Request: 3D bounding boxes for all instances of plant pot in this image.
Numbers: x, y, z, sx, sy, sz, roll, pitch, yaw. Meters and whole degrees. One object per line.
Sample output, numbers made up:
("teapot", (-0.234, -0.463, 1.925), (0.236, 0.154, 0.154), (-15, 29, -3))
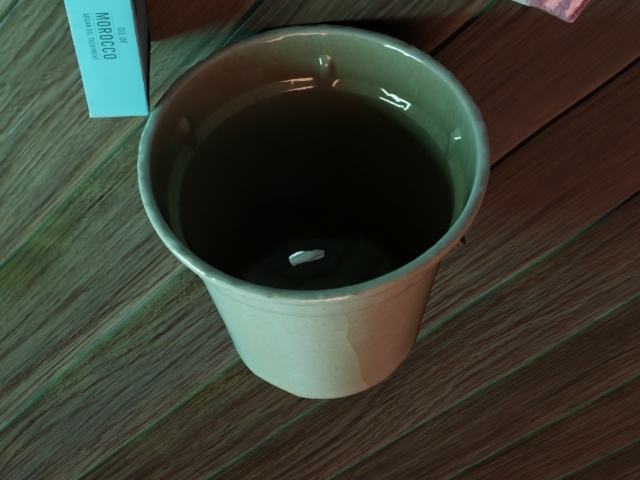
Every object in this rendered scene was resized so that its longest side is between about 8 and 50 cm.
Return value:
("plant pot", (0.000, 0.000, 1.245), (0.333, 0.334, 0.305), (-6, 146, -1))

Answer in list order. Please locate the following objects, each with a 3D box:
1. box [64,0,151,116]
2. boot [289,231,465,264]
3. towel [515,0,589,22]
("box", (-0.198, -0.230, 1.088), (0.060, 0.101, 0.244), (-3, 145, -3))
("boot", (0.049, -0.016, 1.455), (0.208, 0.076, 0.189), (-32, 124, 21))
("towel", (0.159, -0.323, 1.071), (0.328, 0.037, 0.237), (10, 141, -22))
